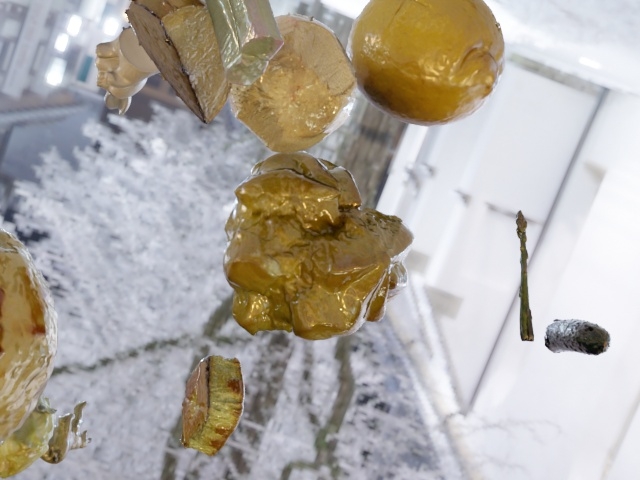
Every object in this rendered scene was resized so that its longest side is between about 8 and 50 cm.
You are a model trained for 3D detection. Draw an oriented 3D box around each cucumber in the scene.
[{"bbox_3d":[0.429,0.160,1.840,0.067,0.067,0.245,21,174,0],"label":"cucumber"}]

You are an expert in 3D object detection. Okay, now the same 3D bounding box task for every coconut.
[{"bbox_3d":[-0.042,-0.214,1.473,0.194,0.194,0.194,20,-171,-3],"label":"coconut"}]

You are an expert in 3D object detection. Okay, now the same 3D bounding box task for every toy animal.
[{"bbox_3d":[-0.381,-0.301,2.031,0.131,0.221,0.103,-34,-90,-39],"label":"toy animal"},{"bbox_3d":[-0.526,0.398,2.231,0.103,0.101,0.218,-15,-177,2],"label":"toy animal"}]

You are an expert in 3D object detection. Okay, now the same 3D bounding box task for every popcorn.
[{"bbox_3d":[-0.568,0.329,1.947,0.198,0.198,0.212,22,173,6],"label":"popcorn"}]

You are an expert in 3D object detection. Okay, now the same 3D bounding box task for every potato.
[{"bbox_3d":[-0.148,-0.230,1.241,0.101,0.089,0.172,36,161,37],"label":"potato"}]

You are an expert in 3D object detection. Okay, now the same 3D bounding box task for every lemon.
[{"bbox_3d":[0.198,-0.352,2.045,0.297,0.297,0.297,20,-171,-3],"label":"lemon"}]

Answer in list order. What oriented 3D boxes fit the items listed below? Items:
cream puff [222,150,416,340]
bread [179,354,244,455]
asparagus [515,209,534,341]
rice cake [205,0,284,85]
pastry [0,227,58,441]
[{"bbox_3d":[0.001,-0.007,1.667,0.270,0.274,0.323,-10,-169,17],"label":"cream puff"},{"bbox_3d":[-0.173,0.260,1.732,0.069,0.128,0.140,17,-139,-23],"label":"bread"},{"bbox_3d":[0.342,0.056,1.843,0.022,0.232,0.023,7,161,-19],"label":"asparagus"},{"bbox_3d":[-0.094,-0.274,1.151,0.042,0.080,0.221,0,-118,-39],"label":"rice cake"},{"bbox_3d":[-0.554,0.121,1.476,0.389,0.388,0.312,21,156,0],"label":"pastry"}]
